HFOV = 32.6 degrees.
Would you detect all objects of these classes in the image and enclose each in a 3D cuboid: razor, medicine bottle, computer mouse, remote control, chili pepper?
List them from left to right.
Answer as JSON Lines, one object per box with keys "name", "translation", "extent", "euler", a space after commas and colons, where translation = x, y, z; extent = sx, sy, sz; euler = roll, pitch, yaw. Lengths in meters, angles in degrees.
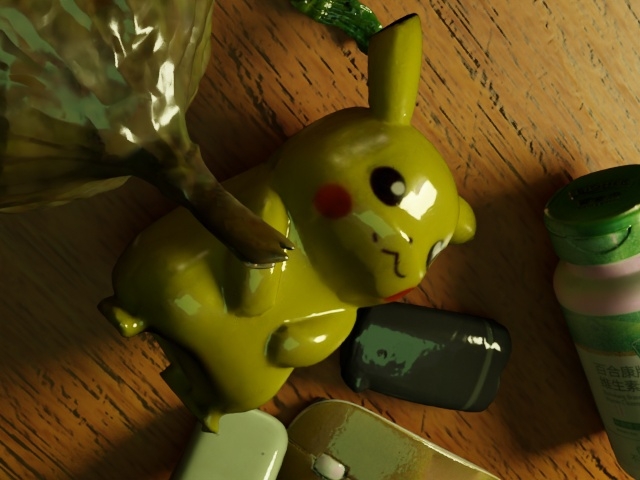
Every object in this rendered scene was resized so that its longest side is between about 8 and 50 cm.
{"name": "remote control", "translation": [-0.110, 0.269, 0.891], "extent": [0.090, 0.038, 0.309], "euler": [23, 58, -3]}
{"name": "chili pepper", "translation": [0.016, -0.182, 0.880], "extent": [0.091, 0.034, 0.030], "euler": [30, 133, -20]}
{"name": "computer mouse", "translation": [0.070, 0.235, 1.014], "extent": [0.245, 0.056, 0.126], "euler": [31, 99, -18]}
{"name": "razor", "translation": [0.092, 0.102, 0.974], "extent": [0.148, 0.054, 0.090], "euler": [13, 101, -16]}
{"name": "medicine bottle", "translation": [0.287, 0.074, 0.964], "extent": [0.133, 0.133, 0.274], "euler": [-25, 110, -3]}

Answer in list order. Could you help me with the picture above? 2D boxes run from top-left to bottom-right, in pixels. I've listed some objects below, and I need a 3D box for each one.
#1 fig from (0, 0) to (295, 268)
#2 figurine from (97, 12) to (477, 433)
{"name": "fig", "translation": [-0.142, -0.112, 0.688], "extent": [0.369, 0.286, 0.286], "euler": [36, 100, 20]}
{"name": "figurine", "translation": [-0.006, 0.004, 0.864], "extent": [0.327, 0.169, 0.218], "euler": [-31, 127, 2]}
